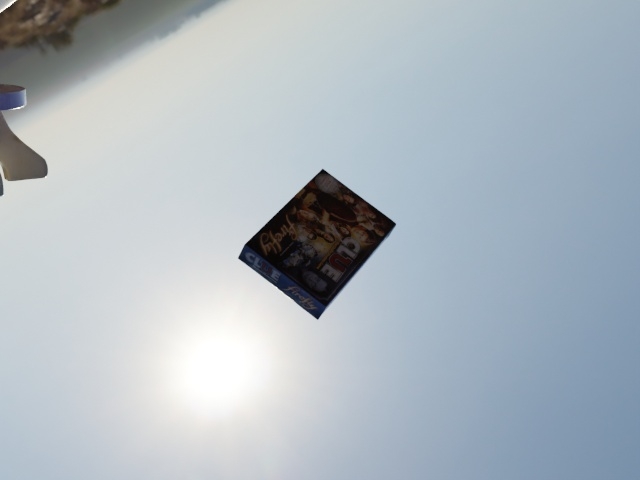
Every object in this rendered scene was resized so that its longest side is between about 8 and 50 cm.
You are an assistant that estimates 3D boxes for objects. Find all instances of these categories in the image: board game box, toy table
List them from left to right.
[{"bbox_3d":[-0.571,-0.167,1.460,0.252,0.161,0.274,-7,-164,-24],"label":"toy table"},{"bbox_3d":[0.000,0.000,1.498,0.243,0.165,0.042,-48,172,-42],"label":"board game box"}]

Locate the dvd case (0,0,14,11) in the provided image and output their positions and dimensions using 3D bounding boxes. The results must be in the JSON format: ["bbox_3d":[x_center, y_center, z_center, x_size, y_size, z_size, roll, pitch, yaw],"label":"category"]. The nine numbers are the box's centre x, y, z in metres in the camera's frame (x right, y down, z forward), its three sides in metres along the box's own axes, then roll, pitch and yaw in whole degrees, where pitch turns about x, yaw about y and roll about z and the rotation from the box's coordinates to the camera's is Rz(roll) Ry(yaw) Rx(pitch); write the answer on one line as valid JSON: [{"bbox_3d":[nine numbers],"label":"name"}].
[{"bbox_3d":[-0.643,-0.450,1.666,0.253,0.022,0.180,-18,180,38],"label":"dvd case"}]
